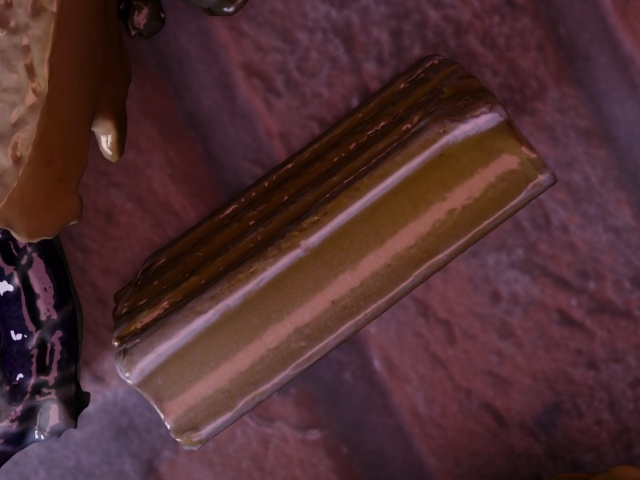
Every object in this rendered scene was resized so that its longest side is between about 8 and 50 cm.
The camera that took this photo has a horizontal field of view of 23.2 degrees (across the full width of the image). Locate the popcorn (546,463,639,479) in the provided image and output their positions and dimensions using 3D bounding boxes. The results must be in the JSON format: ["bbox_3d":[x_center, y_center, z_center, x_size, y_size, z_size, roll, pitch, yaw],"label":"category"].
[{"bbox_3d":[0.171,0.317,0.945,0.349,0.381,0.349,-5,111,-14],"label":"popcorn"}]

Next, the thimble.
[{"bbox_3d":[-0.255,0.053,0.981,0.237,0.150,0.237,-1,96,-5],"label":"thimble"}]

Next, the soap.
[{"bbox_3d":[0.000,0.000,0.978,0.274,0.173,0.089,-37,106,3],"label":"soap"}]

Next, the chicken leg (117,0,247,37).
[{"bbox_3d":[-0.068,-0.329,0.950,0.201,0.153,0.429,6,105,-12],"label":"chicken leg"}]

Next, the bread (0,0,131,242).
[{"bbox_3d":[-0.206,-0.104,0.923,0.184,0.211,0.224,0,85,5],"label":"bread"}]
